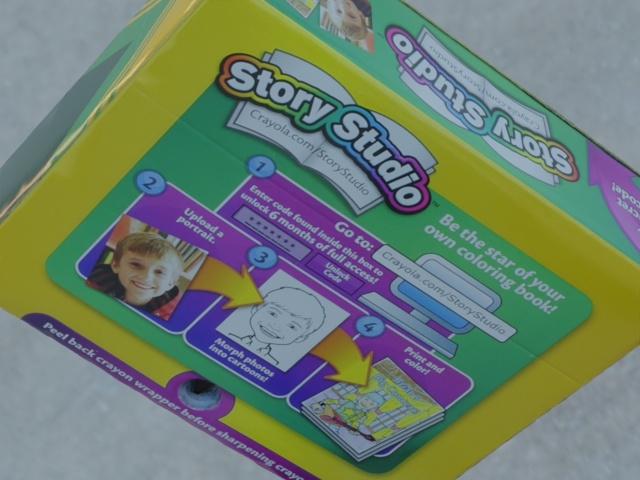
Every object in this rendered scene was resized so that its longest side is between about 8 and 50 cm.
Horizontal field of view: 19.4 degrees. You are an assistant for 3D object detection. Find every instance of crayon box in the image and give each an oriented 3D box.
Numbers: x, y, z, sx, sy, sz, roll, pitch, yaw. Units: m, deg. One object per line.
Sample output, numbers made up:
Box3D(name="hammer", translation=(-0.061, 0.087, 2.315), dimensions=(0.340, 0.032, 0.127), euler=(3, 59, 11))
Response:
Box3D(name="crayon box", translation=(0.000, 0.000, 1.212), dimensions=(0.313, 0.363, 0.106), euler=(-43, 23, 34))
